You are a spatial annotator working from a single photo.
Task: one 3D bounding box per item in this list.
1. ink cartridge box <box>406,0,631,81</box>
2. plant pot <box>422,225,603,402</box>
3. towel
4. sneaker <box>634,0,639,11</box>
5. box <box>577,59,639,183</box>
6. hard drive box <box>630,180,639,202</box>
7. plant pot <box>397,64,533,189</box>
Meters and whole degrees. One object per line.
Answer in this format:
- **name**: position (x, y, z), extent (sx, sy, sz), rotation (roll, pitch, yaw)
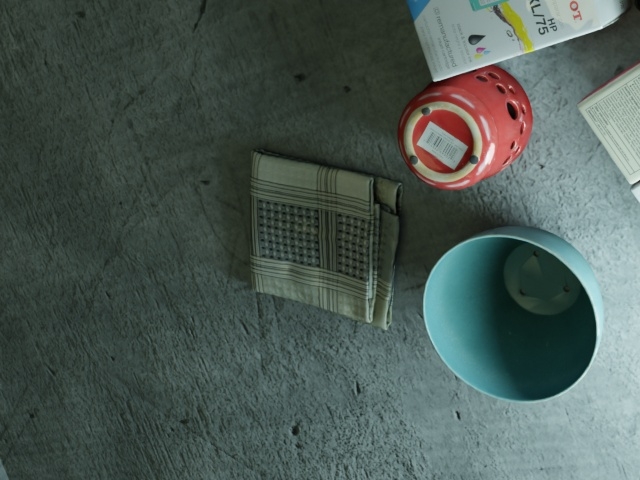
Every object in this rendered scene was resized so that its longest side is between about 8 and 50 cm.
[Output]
- **ink cartridge box**: position (0.291, -0.384, 1.483), extent (0.270, 0.197, 0.198), rotation (-14, 102, 33)
- **plant pot**: position (0.341, 0.097, 1.649), extent (0.290, 0.195, 0.290), rotation (11, 114, 27)
- **towel**: position (0.000, 0.000, 1.898), extent (0.324, 0.056, 0.312), rotation (14, 116, 24)
- **sneaker**: position (0.483, -0.378, 1.448), extent (0.063, 0.075, 0.170), rotation (-26, 94, 35)
- **box**: position (0.524, -0.213, 1.459), extent (0.232, 0.127, 0.148), rotation (-34, 90, 35)
- **hard drive box**: position (0.618, -0.075, 1.482), extent (0.232, 0.089, 0.181), rotation (-35, 90, 36)
- **plant pot**: position (0.232, -0.184, 1.617), extent (0.191, 0.174, 0.191), rotation (10, 112, 26)
